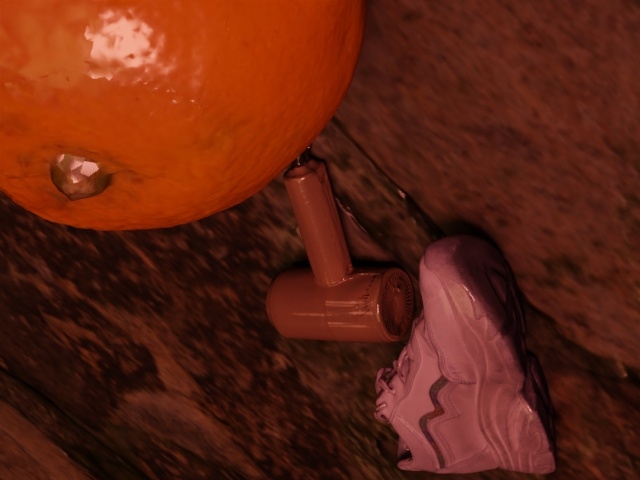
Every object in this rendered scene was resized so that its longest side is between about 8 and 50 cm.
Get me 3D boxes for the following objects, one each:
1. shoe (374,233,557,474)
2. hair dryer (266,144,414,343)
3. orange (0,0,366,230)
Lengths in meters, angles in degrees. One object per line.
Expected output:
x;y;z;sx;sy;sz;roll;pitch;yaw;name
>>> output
0.098;0.100;1.059;0.137;0.095;0.245;-14;128;13;shoe
0.000;0.000;1.083;0.117;0.064;0.182;1;120;31;hair dryer
-0.122;-0.156;0.840;0.312;0.312;0.312;16;134;17;orange
